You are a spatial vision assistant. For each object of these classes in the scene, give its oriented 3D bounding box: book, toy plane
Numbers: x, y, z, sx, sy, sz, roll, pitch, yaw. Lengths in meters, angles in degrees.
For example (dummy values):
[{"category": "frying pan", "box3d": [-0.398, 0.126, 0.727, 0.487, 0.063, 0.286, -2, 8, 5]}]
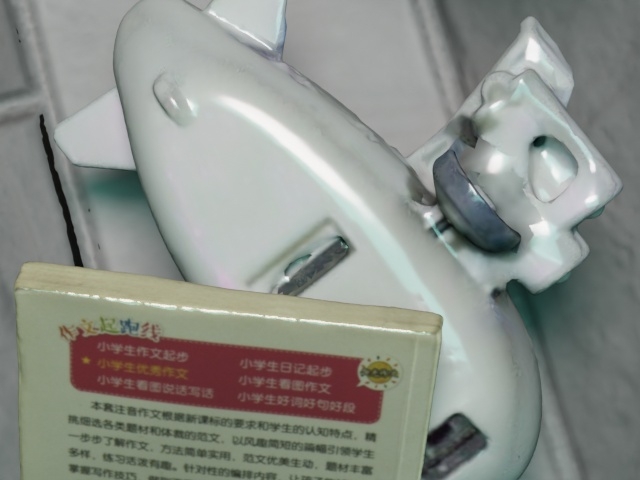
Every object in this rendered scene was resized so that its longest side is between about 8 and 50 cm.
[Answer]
[{"category": "book", "box3d": [-0.044, 0.119, 0.591, 0.162, 0.022, 0.232, 6, 119, 1]}, {"category": "toy plane", "box3d": [-0.001, 0.001, 0.626, 0.267, 0.122, 0.267, 1, 94, 15]}]
